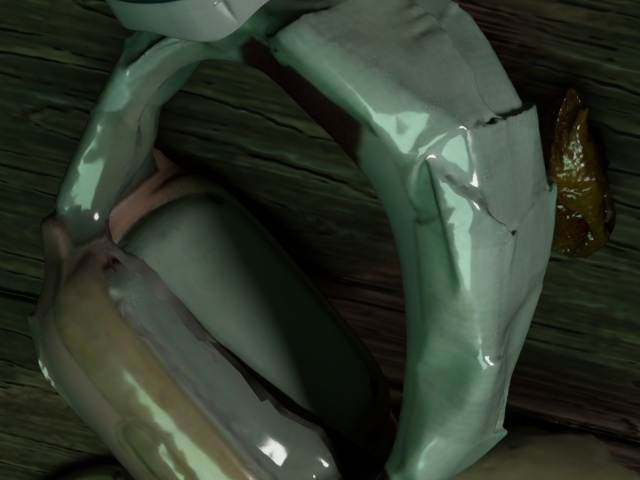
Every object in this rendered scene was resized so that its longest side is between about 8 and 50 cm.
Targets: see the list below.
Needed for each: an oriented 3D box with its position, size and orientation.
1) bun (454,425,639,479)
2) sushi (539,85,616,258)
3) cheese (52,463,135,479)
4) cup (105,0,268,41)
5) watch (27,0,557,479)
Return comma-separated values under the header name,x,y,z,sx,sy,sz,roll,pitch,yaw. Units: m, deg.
name,x,y,z,sx,sy,sz,roll,pitch,yaw
bun,0.090,0.272,0.945,0.359,0.211,0.360,0,101,-1
sushi,0.116,-0.030,0.793,0.050,0.047,0.099,3,144,8
cheese,-0.179,0.198,1.091,0.192,0.037,0.097,-18,125,29
cup,-0.070,-0.172,0.628,0.299,0.167,0.173,16,152,38
watch,0.000,0.000,0.770,0.241,0.162,0.253,-37,98,33
